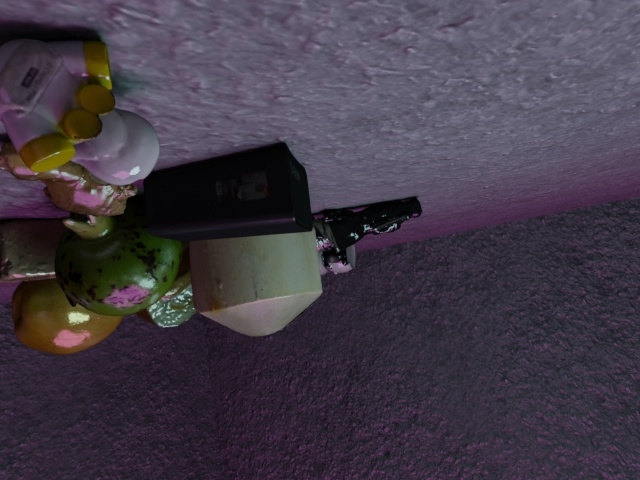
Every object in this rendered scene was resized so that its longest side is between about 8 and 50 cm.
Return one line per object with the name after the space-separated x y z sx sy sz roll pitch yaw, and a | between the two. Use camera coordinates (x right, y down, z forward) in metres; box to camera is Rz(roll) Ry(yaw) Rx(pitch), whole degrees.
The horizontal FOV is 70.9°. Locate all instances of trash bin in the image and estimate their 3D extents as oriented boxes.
-0.140 -0.063 0.721 0.226 0.115 0.165 -6 176 8 | trash bin

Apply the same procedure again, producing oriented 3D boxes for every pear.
-0.809 0.213 1.447 0.314 0.314 0.314 -9 174 -1 | pear

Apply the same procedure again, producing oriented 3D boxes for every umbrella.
0.111 -0.049 1.256 0.358 0.113 0.106 -15 -172 1 | umbrella

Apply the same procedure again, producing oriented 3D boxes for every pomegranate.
-0.354 0.012 0.771 0.211 0.211 0.263 -10 140 3 | pomegranate

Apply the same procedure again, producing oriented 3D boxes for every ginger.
-0.313 -0.075 0.548 0.096 0.067 0.165 -13 160 28 | ginger

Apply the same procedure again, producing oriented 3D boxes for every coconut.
-0.140 0.065 1.012 0.323 0.323 0.323 -9 174 -1 | coconut

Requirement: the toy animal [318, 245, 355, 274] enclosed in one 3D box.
0.009 0.049 1.680 0.235 0.165 0.187 -10 161 13 | toy animal

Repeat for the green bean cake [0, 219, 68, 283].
-0.520 0.019 0.867 0.085 0.109 0.179 -14 172 40 | green bean cake

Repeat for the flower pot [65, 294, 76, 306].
-0.626 0.083 1.186 0.107 0.157 0.157 -22 -177 -37 | flower pot

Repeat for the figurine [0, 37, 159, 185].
-0.211 -0.103 0.387 0.130 0.109 0.178 17 176 5 | figurine

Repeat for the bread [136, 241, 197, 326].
-0.409 0.092 1.289 0.300 0.210 0.341 -31 -168 -28 | bread
